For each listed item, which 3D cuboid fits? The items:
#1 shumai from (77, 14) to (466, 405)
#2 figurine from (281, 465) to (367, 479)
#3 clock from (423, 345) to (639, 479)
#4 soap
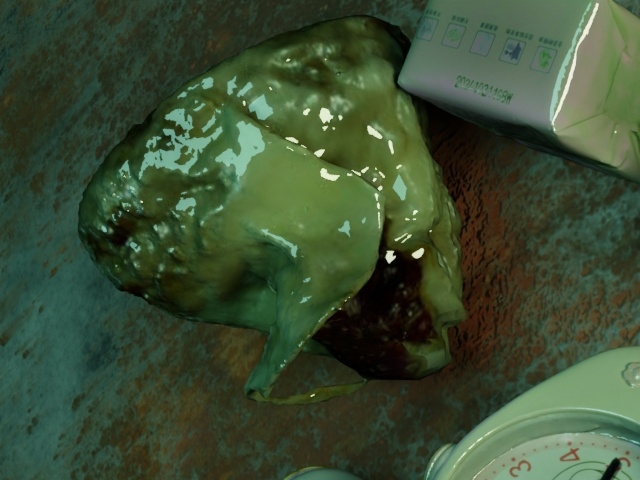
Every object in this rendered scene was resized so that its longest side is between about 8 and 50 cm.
[{"bbox_3d":[0.000,0.000,1.327,0.395,0.395,0.348,-45,72,26],"label":"shumai"},{"bbox_3d":[0.023,0.303,1.250,0.263,0.190,0.142,-145,43,-75],"label":"figurine"},{"bbox_3d":[0.205,0.244,1.051,0.324,0.108,0.265,-27,44,-4],"label":"clock"},{"bbox_3d":[0.208,-0.158,1.224,0.199,0.182,0.138,26,96,44],"label":"soap"}]
